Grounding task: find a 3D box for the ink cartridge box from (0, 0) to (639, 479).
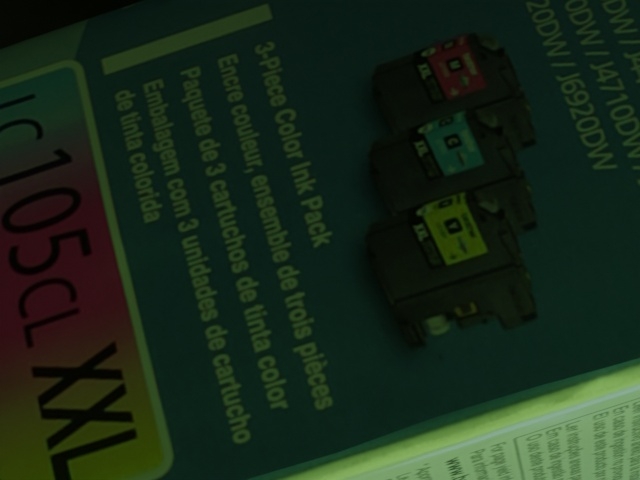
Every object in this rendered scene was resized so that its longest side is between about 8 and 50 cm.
[{"bbox_3d":[0.101,0.012,0.473,0.396,0.151,0.270,-16,155,4],"label":"ink cartridge box"}]
